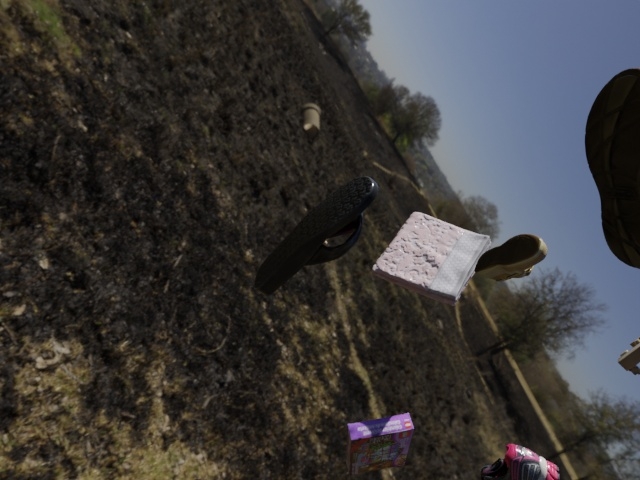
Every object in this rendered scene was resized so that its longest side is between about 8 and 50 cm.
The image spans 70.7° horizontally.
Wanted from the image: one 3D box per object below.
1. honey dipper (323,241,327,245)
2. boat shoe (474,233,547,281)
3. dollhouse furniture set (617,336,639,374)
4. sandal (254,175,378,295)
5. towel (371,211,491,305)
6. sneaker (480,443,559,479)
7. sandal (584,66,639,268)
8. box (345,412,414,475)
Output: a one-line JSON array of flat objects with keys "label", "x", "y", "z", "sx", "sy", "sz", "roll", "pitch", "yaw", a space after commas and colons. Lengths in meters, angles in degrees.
[{"label": "honey dipper", "x": 0.023, "y": -0.059, "z": 1.475, "sx": 0.030, "sy": 0.031, "sz": 0.160, "roll": -68, "pitch": 169, "yaw": -71}, {"label": "boat shoe", "x": 0.266, "y": 0.027, "z": 0.615, "sx": 0.045, "sy": 0.050, "sz": 0.135, "roll": 30, "pitch": -15, "yaw": -4}, {"label": "dollhouse furniture set", "x": 0.787, "y": 0.272, "z": 1.025, "sx": 0.123, "sy": 0.144, "sz": 0.151, "roll": 51, "pitch": 22, "yaw": 26}, {"label": "sandal", "x": -0.001, "y": -0.001, "z": 1.161, "sx": 0.107, "sy": 0.446, "sz": 0.167, "roll": 35, "pitch": 33, "yaw": -22}, {"label": "towel", "x": 0.393, "y": 0.050, "z": 1.591, "sx": 0.331, "sy": 0.317, "sz": 0.053, "roll": -48, "pitch": 145, "yaw": -31}, {"label": "sneaker", "x": 0.405, "y": 0.575, "z": 1.027, "sx": 0.112, "sy": 0.299, "sz": 0.121, "roll": 31, "pitch": 25, "yaw": 11}, {"label": "sandal", "x": 0.345, "y": -0.074, "z": 0.483, "sx": 0.090, "sy": 0.060, "sz": 0.219, "roll": -132, "pitch": -158, "yaw": -76}, {"label": "box", "x": 0.189, "y": 0.678, "z": 1.489, "sx": 0.057, "sy": 0.201, "sz": 0.293, "roll": -105, "pitch": -171, "yaw": -46}]
